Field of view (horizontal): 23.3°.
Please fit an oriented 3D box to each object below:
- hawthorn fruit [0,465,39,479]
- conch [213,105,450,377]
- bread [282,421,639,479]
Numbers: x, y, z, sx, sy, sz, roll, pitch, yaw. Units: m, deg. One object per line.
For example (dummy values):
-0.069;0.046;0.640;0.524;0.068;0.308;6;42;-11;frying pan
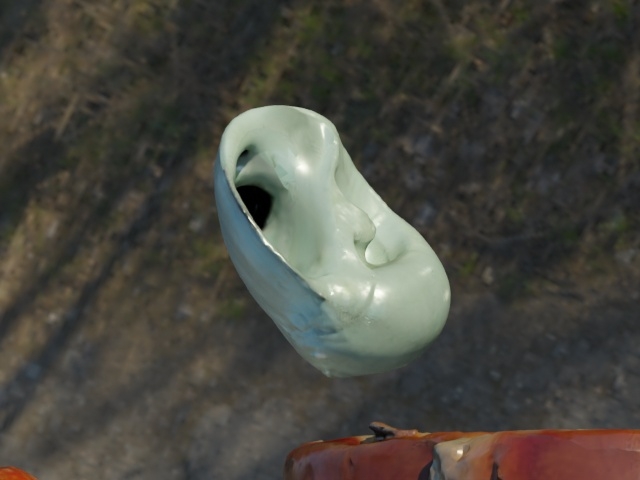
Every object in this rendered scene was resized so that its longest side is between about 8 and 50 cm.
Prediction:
-0.153;0.169;0.742;0.128;0.128;0.128;-32;45;39;hawthorn fruit
-0.003;0.005;1.148;0.121;0.185;0.221;-40;75;13;conch
0.134;0.160;0.741;0.327;0.295;0.114;-15;66;55;bread
